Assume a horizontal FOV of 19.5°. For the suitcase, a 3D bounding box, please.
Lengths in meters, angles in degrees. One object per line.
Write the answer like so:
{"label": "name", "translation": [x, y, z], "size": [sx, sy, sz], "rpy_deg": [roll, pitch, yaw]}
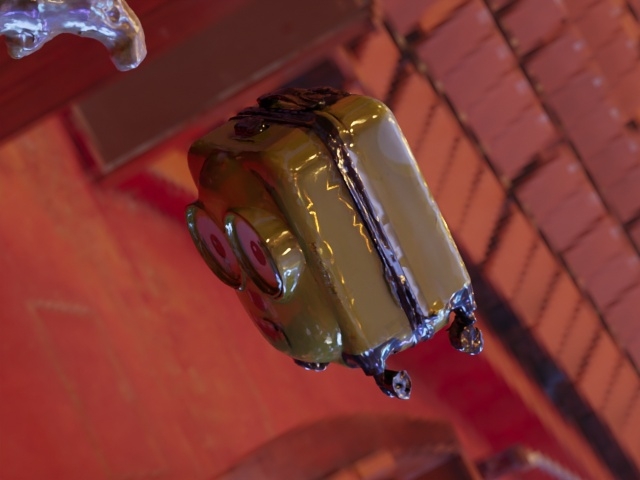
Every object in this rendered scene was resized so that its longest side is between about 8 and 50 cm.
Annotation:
{"label": "suitcase", "translation": [0.000, 0.000, 1.443], "size": [0.194, 0.143, 0.234], "rpy_deg": [13, -48, 64]}

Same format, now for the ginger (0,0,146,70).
{"label": "ginger", "translation": [-0.319, -0.247, 1.811], "size": [0.080, 0.333, 0.166], "rpy_deg": [-138, -128, -60]}
